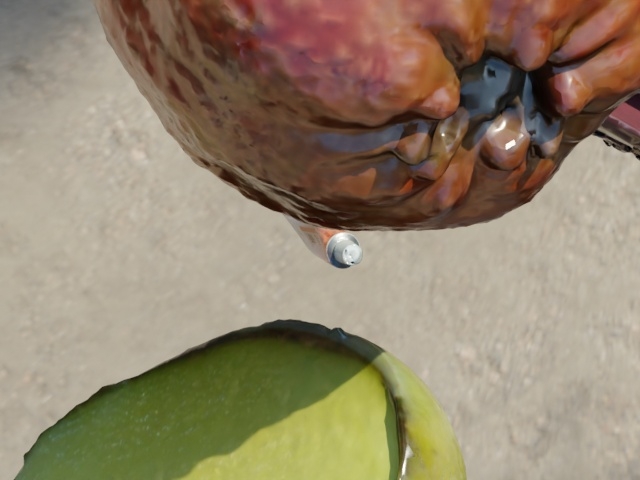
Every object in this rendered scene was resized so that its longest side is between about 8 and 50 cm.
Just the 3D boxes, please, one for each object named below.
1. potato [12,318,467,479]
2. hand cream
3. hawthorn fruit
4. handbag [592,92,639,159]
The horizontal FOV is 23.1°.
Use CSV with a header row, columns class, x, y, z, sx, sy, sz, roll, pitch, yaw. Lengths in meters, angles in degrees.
class,x,y,z,sx,sy,sz,roll,pitch,yaw
potato,-0.037,0.141,0.701,0.271,0.160,0.111,-29,134,31
hand cream,0.001,-0.002,1.697,0.038,0.216,0.052,-13,101,-16
hawthorn fruit,0.010,-0.127,0.545,0.205,0.205,0.253,-39,55,18
handbag,0.188,-0.083,0.912,0.203,0.216,0.074,36,98,35
